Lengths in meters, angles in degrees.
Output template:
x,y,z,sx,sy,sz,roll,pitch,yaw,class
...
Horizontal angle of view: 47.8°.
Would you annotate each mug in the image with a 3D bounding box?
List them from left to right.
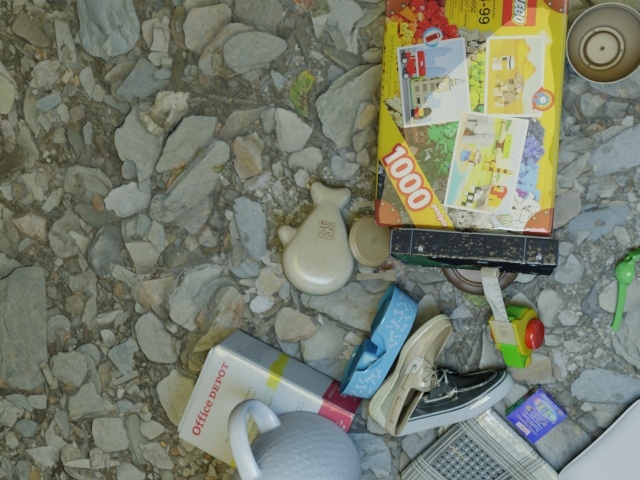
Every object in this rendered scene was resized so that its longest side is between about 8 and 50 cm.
x,y,z,sx,sy,sz,roll,pitch,yaw,class
-0.091,0.520,1.570,0.276,0.328,0.374,-27,92,15,mug

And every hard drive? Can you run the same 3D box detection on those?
x,y,z,sx,sy,sz,roll,pitch,yaw,class
0.331,0.025,1.561,0.338,0.237,0.064,3,83,15,hard drive

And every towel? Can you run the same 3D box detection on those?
x,y,z,sx,sy,sz,roll,pitch,yaw,class
0.405,0.599,1.761,0.324,0.056,0.312,45,106,4,towel

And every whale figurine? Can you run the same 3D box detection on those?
x,y,z,sx,sy,sz,roll,pitch,yaw,class
0.000,0.000,1.752,0.216,0.141,0.272,10,78,-6,whale figurine

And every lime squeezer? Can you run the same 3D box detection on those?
x,y,z,sx,sy,sz,roll,pitch,yaw,class
0.726,0.061,1.594,0.110,0.059,0.310,41,105,6,lime squeezer

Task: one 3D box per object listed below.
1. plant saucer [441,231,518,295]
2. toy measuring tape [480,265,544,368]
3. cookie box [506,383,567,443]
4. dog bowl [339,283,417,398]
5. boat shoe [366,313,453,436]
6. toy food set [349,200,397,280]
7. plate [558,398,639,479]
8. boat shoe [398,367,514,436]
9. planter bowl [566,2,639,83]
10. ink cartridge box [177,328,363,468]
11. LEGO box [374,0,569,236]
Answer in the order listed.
x,y,z,sx,sy,sz,roll,pitch,yaw,class
0.374,0.035,1.694,0.198,0.036,0.199,2,98,15,plant saucer
0.430,0.157,1.622,0.121,0.121,0.330,-14,124,16,toy measuring tape
0.510,0.410,1.711,0.092,0.040,0.107,46,106,4,cookie box
0.141,0.249,1.729,0.074,0.166,0.297,26,104,-3,dog bowl
0.226,0.310,1.665,0.098,0.109,0.302,38,98,38,boat shoe
0.122,0.001,1.719,0.132,0.038,0.192,0,86,-27,toy food set
0.740,0.538,1.660,0.278,0.045,0.277,42,104,3,plate
0.289,0.365,1.720,0.335,0.121,0.119,-26,95,19,boat shoe
0.600,-0.410,1.528,0.161,0.109,0.162,2,98,15,planter bowl
-0.125,0.438,1.820,0.384,0.160,0.279,26,104,8,ink cartridge box
0.324,-0.272,1.561,0.372,0.193,0.501,3,95,15,LEGO box
